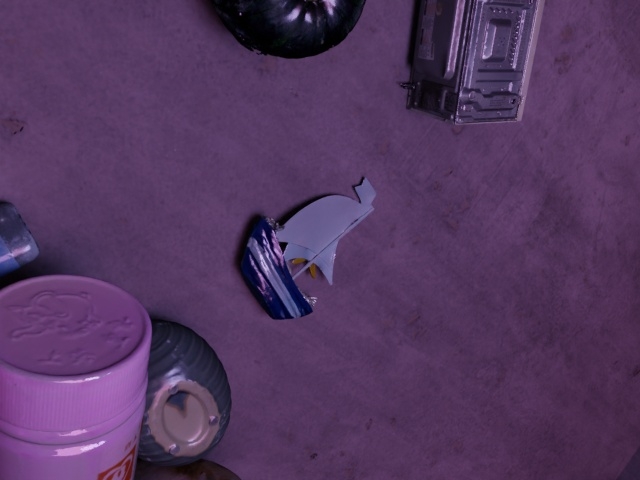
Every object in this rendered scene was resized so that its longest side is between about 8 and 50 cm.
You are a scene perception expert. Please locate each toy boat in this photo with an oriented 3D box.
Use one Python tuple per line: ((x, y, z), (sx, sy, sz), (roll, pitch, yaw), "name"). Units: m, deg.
((0.000, 0.000, 1.162), (0.291, 0.067, 0.221), (-39, 126, -17), "toy boat")

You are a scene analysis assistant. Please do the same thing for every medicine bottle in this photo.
((-0.327, 0.222, 0.852), (0.202, 0.202, 0.316), (-5, 127, -32), "medicine bottle")
((-0.467, 0.032, 0.849), (0.208, 0.090, 0.054), (-31, 167, -18), "medicine bottle")

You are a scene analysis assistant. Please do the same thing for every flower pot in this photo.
((-0.236, 0.239, 1.047), (0.189, 0.157, 0.243), (-31, 121, -22), "flower pot")

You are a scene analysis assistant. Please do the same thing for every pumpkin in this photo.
((-0.040, -0.360, 0.906), (0.233, 0.163, 0.233), (-14, 120, -27), "pumpkin")

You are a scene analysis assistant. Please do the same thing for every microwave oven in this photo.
((0.256, -0.327, 1.133), (0.193, 0.145, 0.241), (-10, 116, -34), "microwave oven")

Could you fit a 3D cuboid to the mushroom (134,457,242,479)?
((-0.246, 0.494, 1.018), (0.362, 0.362, 0.295), (-27, 147, -21), "mushroom")
